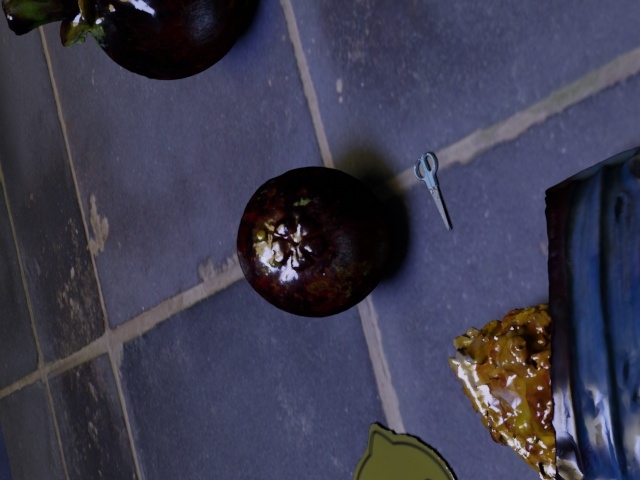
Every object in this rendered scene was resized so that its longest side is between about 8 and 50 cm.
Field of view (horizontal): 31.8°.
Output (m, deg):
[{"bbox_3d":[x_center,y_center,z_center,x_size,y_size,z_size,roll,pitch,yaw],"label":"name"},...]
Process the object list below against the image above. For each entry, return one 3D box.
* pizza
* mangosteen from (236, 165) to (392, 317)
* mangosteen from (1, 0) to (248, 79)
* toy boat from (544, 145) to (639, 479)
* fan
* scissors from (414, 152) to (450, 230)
[{"bbox_3d":[0.217,0.143,0.939,0.305,0.086,0.161,33,124,48],"label":"pizza"},{"bbox_3d":[-0.001,0.005,1.200,0.172,0.184,0.172,-7,69,18],"label":"mangosteen"},{"bbox_3d":[-0.230,-0.291,1.345,0.231,0.289,0.231,51,158,30],"label":"mangosteen"},{"bbox_3d":[0.238,0.062,0.818,0.129,0.142,0.309,62,-153,-57],"label":"toy boat"},{"bbox_3d":[0.112,0.358,1.227,0.229,0.011,0.335,-43,60,53],"label":"fan"},{"bbox_3d":[0.115,-0.048,1.124,0.036,0.006,0.083,-42,63,52],"label":"scissors"}]
